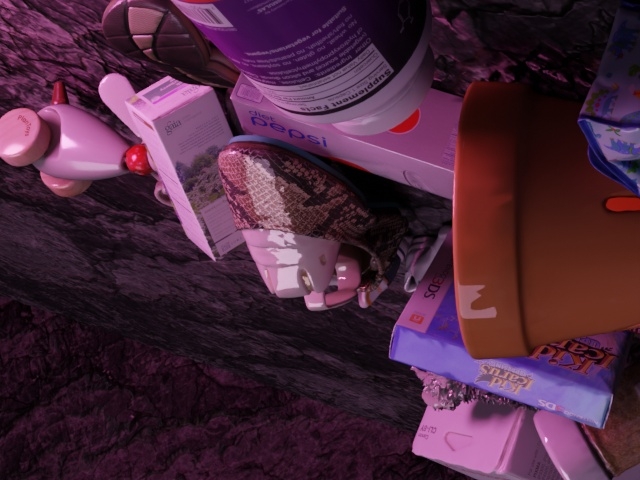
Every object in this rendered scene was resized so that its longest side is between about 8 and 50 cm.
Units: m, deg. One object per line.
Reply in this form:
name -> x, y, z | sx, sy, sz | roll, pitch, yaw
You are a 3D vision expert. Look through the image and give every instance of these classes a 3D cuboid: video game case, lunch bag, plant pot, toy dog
video game case -> 0.252, 0.099, 1.618 | 0.270, 0.244, 0.061 | 17, 126, 14
lunch bag -> 0.297, -0.120, 1.155 | 0.096, 0.128, 0.151 | 13, 163, 33
plant pot -> 0.258, -0.020, 1.328 | 0.204, 0.290, 0.291 | 0, 159, 15
toy dog -> -0.299, -0.163, 1.880 | 0.334, 0.160, 0.220 | 6, 160, 3

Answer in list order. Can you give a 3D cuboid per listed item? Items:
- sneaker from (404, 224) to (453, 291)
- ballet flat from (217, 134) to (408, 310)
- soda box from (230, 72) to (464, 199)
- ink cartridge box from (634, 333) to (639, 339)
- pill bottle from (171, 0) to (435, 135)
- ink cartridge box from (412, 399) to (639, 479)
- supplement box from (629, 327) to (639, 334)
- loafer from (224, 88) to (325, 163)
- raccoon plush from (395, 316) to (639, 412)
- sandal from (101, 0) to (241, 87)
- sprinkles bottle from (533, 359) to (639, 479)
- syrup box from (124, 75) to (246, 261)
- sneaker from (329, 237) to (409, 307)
sneaker -> 0.182, 0.038, 1.916 | 0.080, 0.094, 0.212 | 27, 164, -12
ballet flat -> 0.000, 0.000, 1.684 | 0.164, 0.182, 0.483 | 7, 174, 21
soda box -> 0.047, -0.141, 1.502 | 0.286, 0.091, 0.098 | 19, 165, 11
ink cartridge box -> 0.514, 0.228, 2.054 | 0.207, 0.119, 0.353 | 32, 162, -37
pill bottle -> -0.017, -0.223, 1.144 | 0.182, 0.181, 0.323 | 11, 162, 34
ink cartridge box -> 0.388, 0.349, 2.107 | 0.385, 0.160, 0.279 | 25, 168, -23
supplement box -> 0.380, 0.045, 1.581 | 0.240, 0.130, 0.073 | 15, 127, 22
loafer -> -0.063, -0.117, 1.760 | 0.095, 0.109, 0.302 | 38, 164, 20
raccoon plush -> 0.307, 0.212, 1.855 | 0.446, 0.216, 0.299 | 39, 159, 16
sandal -> -0.159, -0.240, 1.484 | 0.120, 0.086, 0.303 | 13, 178, 13
sprinkles bottle -> 0.446, 0.187, 1.613 | 0.121, 0.355, 0.121 | 58, -171, -15
syrup box -> -0.160, -0.099, 1.717 | 0.096, 0.093, 0.236 | 37, 155, 52
sneaker -> -0.032, -0.012, 1.964 | 0.321, 0.127, 0.126 | 27, 164, 1
